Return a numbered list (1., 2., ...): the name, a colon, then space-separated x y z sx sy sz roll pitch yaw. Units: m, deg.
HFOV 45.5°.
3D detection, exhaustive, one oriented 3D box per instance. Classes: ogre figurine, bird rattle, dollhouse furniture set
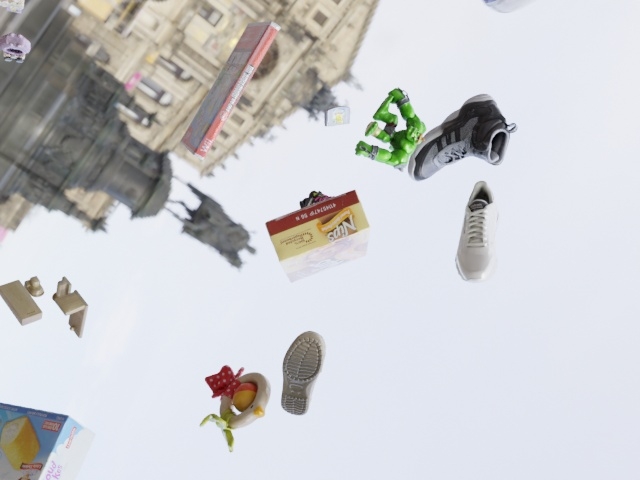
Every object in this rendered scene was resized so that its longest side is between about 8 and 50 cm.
1. ogre figurine: 0.161 -0.233 1.651 0.097 0.118 0.197 -45 -166 41
2. bird rattle: -0.216 0.436 2.063 0.206 0.143 0.254 -24 -153 24
3. dollhouse furniture set: -0.667 0.172 1.827 0.151 0.144 0.123 -23 148 -41

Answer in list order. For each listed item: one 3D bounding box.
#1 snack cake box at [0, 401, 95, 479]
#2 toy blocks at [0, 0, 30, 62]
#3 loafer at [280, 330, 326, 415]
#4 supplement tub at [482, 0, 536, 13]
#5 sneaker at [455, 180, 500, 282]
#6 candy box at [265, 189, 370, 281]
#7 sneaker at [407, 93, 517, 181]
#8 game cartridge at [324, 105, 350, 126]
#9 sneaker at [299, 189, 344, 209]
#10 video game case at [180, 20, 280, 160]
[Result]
1. snack cake box: -0.567 0.393 1.415 0.264 0.089 0.152 2 -125 28
2. toy blocks: -0.932 -0.683 2.067 0.260 0.288 0.309 170 -79 -64
3. loafer: -0.047 0.323 1.932 0.092 0.101 0.269 -73 179 -57
4. supplement tub: 0.219 -0.499 1.015 0.241 0.331 0.241 -43 -163 16
5. sneaker: 0.323 -0.016 1.578 0.090 0.095 0.235 0 -132 15
6. candy box: 0.000 0.000 1.543 0.182 0.088 0.316 -20 170 -2
7. sneaker: 0.332 -0.212 1.782 0.268 0.101 0.153 -43 -132 10
8. game cartridge: 0.050 -0.364 2.223 0.017 0.083 0.056 31 -52 55
9. sneaker: 0.003 -0.096 1.944 0.063 0.075 0.170 -35 -171 -40
10. video game case: -0.182 -0.298 1.492 0.285 0.025 0.204 -59 -158 3
